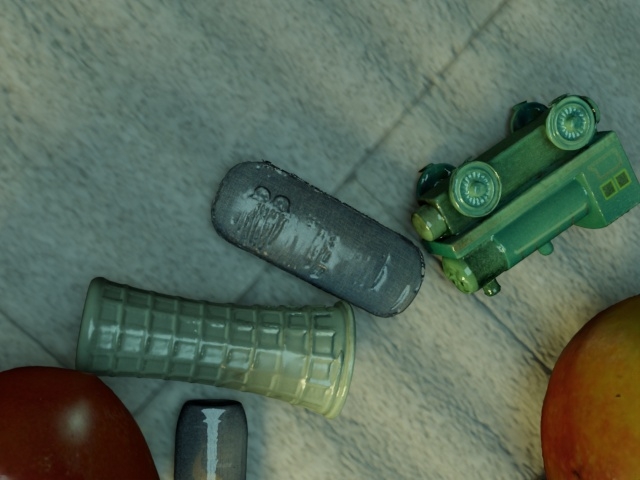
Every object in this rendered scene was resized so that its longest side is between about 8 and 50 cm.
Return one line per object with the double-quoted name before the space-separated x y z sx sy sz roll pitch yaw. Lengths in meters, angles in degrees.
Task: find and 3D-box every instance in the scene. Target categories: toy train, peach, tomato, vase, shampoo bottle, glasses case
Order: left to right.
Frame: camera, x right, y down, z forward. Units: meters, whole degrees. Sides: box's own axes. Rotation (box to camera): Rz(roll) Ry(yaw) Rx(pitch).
"tomato" -0.320 0.276 0.785 0.325 0.290 0.293 -12 94 -9
"shampoo bottle" -0.134 0.310 0.959 0.087 0.049 0.234 3 90 -13
"vase" -0.120 0.116 0.921 0.298 0.143 0.143 10 88 -13
"glasses case" 0.000 0.000 0.985 0.282 0.067 0.109 28 85 -12
"toy train" 0.262 -0.057 1.033 0.298 0.120 0.194 -33 103 -13
"peach" 0.457 0.234 0.992 0.372 0.290 0.373 -6 65 12

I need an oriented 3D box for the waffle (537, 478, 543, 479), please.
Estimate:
"waffle" 0.325 0.416 1.089 0.191 0.038 0.191 0 90 -13
